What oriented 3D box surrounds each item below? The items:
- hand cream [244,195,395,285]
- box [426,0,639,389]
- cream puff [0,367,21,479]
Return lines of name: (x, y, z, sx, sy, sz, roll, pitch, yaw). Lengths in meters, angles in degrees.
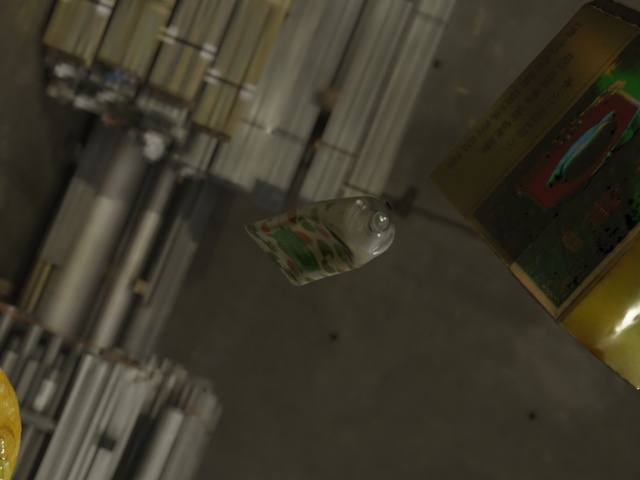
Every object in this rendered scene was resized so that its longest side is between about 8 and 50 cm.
hand cream: (0.000, 0.000, 0.882, 0.037, 0.057, 0.165, -45, -167, -26)
box: (0.161, -0.039, 0.753, 0.159, 0.071, 0.240, -46, -158, 6)
cream puff: (-0.332, 0.161, 1.093, 0.189, 0.189, 0.129, -68, 167, 15)
